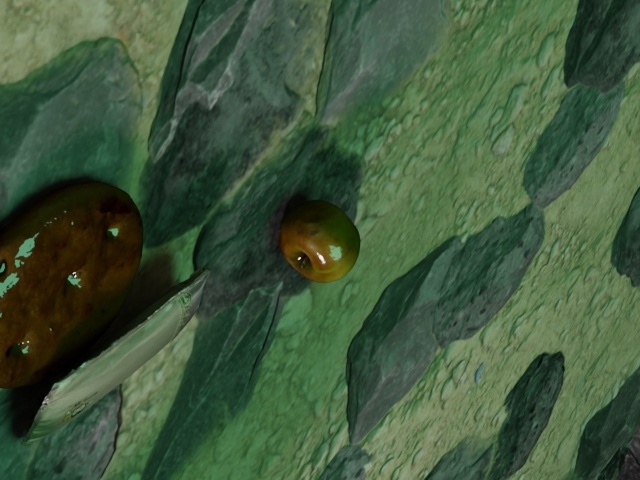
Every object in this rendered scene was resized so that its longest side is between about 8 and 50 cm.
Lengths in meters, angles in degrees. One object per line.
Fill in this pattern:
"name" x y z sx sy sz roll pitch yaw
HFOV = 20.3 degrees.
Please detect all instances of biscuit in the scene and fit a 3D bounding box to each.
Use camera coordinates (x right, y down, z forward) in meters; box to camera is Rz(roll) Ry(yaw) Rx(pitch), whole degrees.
"biscuit" -0.232 0.042 1.585 0.212 0.036 0.212 -40 148 -32

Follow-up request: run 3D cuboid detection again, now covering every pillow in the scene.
"pillow" -0.190 0.108 1.686 0.232 0.038 0.131 -40 172 -34

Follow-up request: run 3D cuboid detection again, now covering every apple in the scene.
"apple" 0.000 0.000 1.865 0.074 0.089 0.089 -45 149 -13
